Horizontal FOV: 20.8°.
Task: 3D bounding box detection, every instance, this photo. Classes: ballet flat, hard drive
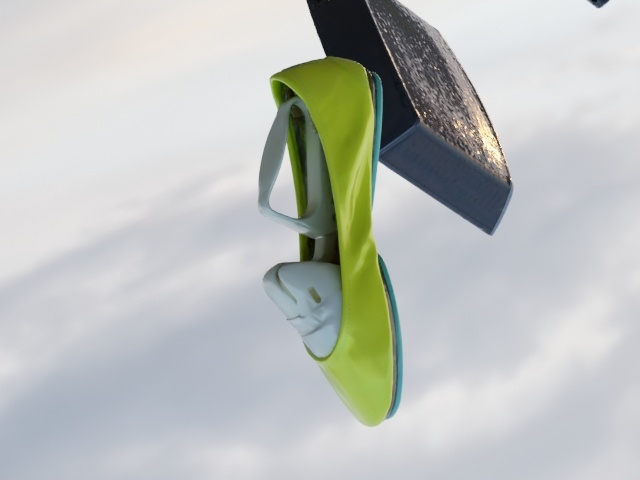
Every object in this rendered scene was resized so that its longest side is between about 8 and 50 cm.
[{"bbox_3d":[0.000,0.000,1.069,0.077,0.231,0.077,1,171,-27],"label":"ballet flat"},{"bbox_3d":[0.077,-0.131,1.493,0.054,0.172,0.255,-42,-140,21],"label":"hard drive"}]

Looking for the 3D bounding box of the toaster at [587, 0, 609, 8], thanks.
[{"bbox_3d":[0.189,-0.293,1.297,0.168,0.185,0.110,-50,-161,15],"label":"toaster"}]
